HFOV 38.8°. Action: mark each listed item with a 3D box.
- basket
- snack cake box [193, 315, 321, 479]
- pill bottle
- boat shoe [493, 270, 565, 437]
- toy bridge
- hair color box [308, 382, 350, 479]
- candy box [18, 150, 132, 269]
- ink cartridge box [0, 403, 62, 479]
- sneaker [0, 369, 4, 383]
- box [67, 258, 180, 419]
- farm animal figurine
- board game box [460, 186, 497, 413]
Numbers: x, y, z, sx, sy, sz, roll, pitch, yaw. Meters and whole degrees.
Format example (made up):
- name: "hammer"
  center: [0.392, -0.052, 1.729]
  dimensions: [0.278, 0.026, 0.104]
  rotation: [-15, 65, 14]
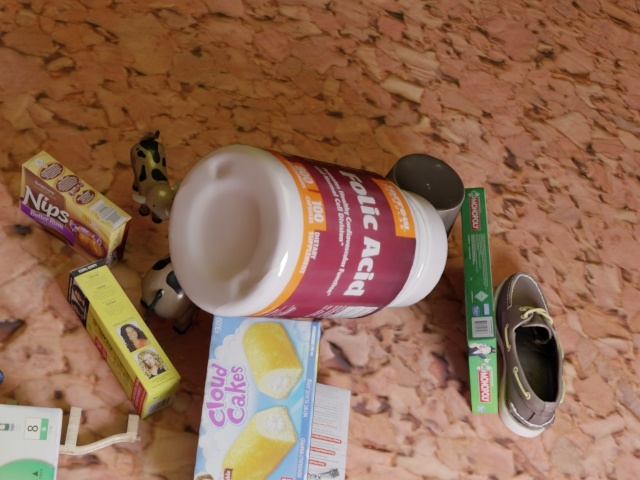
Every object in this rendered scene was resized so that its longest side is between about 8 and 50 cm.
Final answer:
- name: "basket"
  center: [0.143, -0.028, 1.563]
  dimensions: [0.204, 0.227, 0.154]
  rotation: [2, 51, -19]
- name: "snack cake box"
  center: [-0.085, 0.241, 1.252]
  dimensions: [0.152, 0.089, 0.264]
  rotation: [5, 74, 2]
- name: "pill bottle"
  center: [0.000, 0.000, 1.290]
  dimensions: [0.392, 0.224, 0.224]
  rotation: [6, 45, -51]
- name: "boat shoe"
  center: [0.363, 0.175, 1.570]
  dimensions: [0.117, 0.096, 0.324]
  rotation: [17, 48, -8]
- name: "toy bridge"
  center: [-0.343, 0.264, 1.261]
  dimensions: [0.188, 0.026, 0.063]
  rotation: [10, 52, -14]
- name: "hair color box"
  center: [-0.010, 0.296, 1.350]
  dimensions: [0.093, 0.053, 0.167]
  rotation: [14, 47, -9]
- name: "candy box"
  center: [-0.391, -0.045, 1.442]
  dimensions: [0.187, 0.109, 0.053]
  rotation: [35, 48, 8]
- name: "ink cartridge box"
  center: [-0.451, 0.297, 1.153]
  dimensions: [0.225, 0.056, 0.181]
  rotation: [8, 60, -19]
- name: "sneaker"
  center: [-0.506, 0.175, 1.254]
  dimensions: [0.135, 0.052, 0.058]
  rotation: [7, 46, -17]
- name: "box"
  center: [-0.293, 0.144, 1.342]
  dimensions: [0.058, 0.087, 0.232]
  rotation: [-24, 65, -33]
- name: "farm animal figurine"
  center: [-0.185, -0.006, 1.415]
  dimensions: [0.330, 0.172, 0.326]
  rotation: [24, 60, -1]
- name: "board game box"
  center: [0.265, 0.097, 1.521]
  dimensions: [0.046, 0.213, 0.317]
  rotation: [-4, 49, 10]
